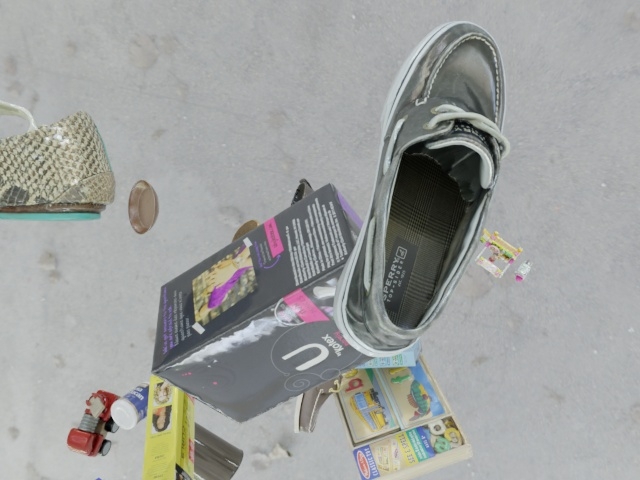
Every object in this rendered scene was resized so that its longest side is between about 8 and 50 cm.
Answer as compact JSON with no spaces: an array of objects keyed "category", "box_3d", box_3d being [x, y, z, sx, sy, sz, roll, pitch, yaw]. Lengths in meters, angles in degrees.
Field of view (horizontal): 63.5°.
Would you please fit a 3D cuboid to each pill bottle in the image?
[{"category":"pill bottle","box_3d":[-0.549,0.494,1.591,0.094,0.169,0.094,7,108,23]}]

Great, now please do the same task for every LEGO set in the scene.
[{"category":"LEGO set","box_3d":[0.479,0.035,1.546,0.287,0.132,0.107,31,76,34]}]

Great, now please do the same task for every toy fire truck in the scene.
[{"category":"toy fire truck","box_3d":[-0.782,0.626,1.783,0.159,0.246,0.217,12,65,12]}]

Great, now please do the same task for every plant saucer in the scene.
[{"category":"plant saucer","box_3d":[-0.634,-0.119,1.868,0.199,0.036,0.198,0,90,43]}]

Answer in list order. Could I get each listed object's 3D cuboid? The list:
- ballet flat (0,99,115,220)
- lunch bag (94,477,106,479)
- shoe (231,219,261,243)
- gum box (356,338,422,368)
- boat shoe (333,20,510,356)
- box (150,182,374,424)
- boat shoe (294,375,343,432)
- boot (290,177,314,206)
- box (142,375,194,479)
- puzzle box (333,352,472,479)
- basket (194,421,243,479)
[{"category":"ballet flat","box_3d":[-0.493,-0.082,0.577,0.483,0.164,0.182,-10,96,-22]},{"category":"lunch bag","box_3d":[-0.386,0.630,1.094,0.221,0.138,0.293,15,118,8]},{"category":"shoe","box_3d":[-0.250,0.023,1.666,0.076,0.058,0.219,46,111,27]},{"category":"gum box","box_3d":[0.165,0.294,1.352,0.184,0.157,0.041,-8,90,17]},{"category":"boat shoe","box_3d":[0.110,-0.060,0.446,0.121,0.119,0.335,20,75,-11]},{"category":"box","box_3d":[-0.046,0.085,0.634,0.270,0.143,0.165,-30,129,15]},{"category":"boat shoe","box_3d":[0.013,0.326,1.299,0.097,0.116,0.324,13,71,7]},{"category":"boot","box_3d":[0.000,0.000,1.295,0.091,0.229,0.263,-22,51,35]},{"category":"box","box_3d":[-0.249,0.338,0.858,0.058,0.232,0.087,-15,133,1]},{"category":"puzzle box","box_3d":[0.176,0.417,1.341,0.272,0.409,0.052,-19,126,-3]},{"category":"basket","box_3d":[-0.394,0.682,1.668,0.227,0.154,0.204,42,130,-11]}]
